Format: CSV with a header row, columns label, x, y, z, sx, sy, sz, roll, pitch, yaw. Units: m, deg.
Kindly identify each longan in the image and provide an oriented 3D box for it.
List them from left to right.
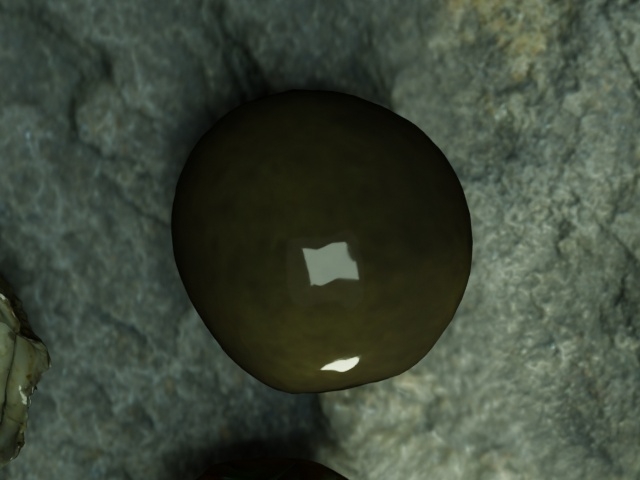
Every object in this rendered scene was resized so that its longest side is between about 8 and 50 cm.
label,x,y,z,sx,sy,sz,roll,pitch,yaw
longan,0.002,0.001,1.295,0.297,0.297,0.297,-5,112,-13

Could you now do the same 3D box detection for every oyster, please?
label,x,y,z,sx,sy,sz,roll,pitch,yaw
oyster,-0.358,0.098,1.343,0.166,0.110,0.341,-14,117,-3

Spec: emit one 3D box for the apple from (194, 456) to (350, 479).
label,x,y,z,sx,sy,sz,roll,pitch,yaw
apple,-0.070,0.415,1.406,0.383,0.374,0.374,-14,114,-22
